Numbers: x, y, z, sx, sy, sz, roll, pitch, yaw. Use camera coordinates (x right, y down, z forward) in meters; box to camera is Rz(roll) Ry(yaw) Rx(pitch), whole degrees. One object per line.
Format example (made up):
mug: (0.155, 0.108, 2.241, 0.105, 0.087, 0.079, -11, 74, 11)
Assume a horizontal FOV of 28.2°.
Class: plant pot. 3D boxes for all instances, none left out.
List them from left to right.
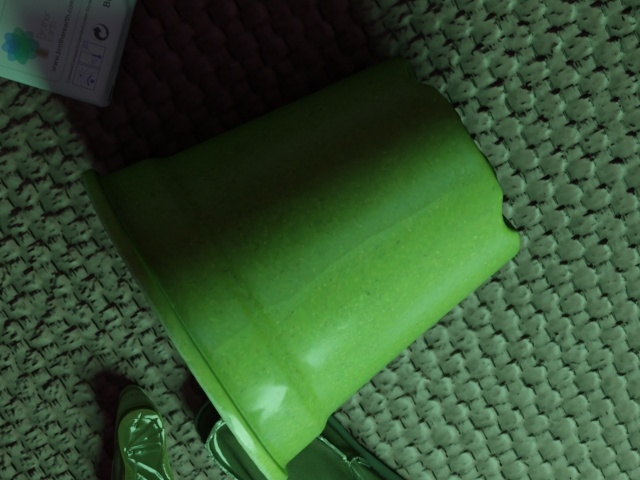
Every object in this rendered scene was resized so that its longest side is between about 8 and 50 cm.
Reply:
plant pot: (0.000, 0.000, 0.969, 0.254, 0.276, 0.276, -32, 111, -4)

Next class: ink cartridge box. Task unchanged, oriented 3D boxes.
ink cartridge box: (-0.283, -0.233, 0.940, 0.311, 0.065, 0.185, 15, 110, -13)

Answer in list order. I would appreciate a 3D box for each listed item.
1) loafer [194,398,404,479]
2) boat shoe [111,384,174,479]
loafer: (0.001, 0.213, 1.127, 0.251, 0.087, 0.094, 33, 106, -16)
boat shoe: (-0.161, 0.202, 1.140, 0.056, 0.048, 0.153, -10, 120, -13)
